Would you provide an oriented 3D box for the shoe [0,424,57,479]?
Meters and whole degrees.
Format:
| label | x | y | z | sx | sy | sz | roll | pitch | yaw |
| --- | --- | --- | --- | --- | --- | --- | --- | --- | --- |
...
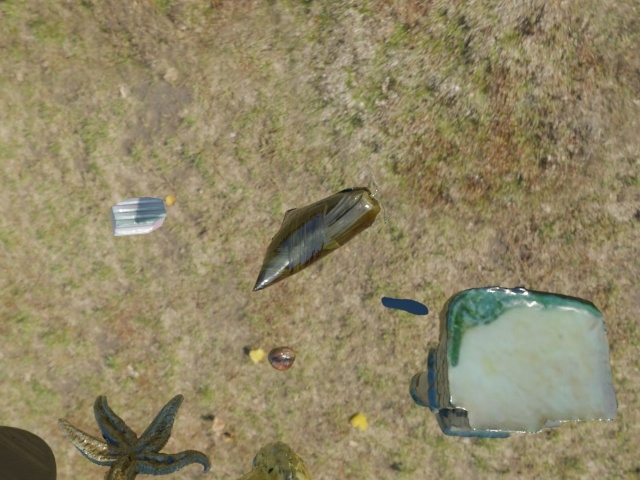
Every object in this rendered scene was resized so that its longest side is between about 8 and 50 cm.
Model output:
| label | x | y | z | sx | sy | sz | roll | pitch | yaw |
| --- | --- | --- | --- | --- | --- | --- | --- | --- | --- |
| shoe | -0.282 | 0.255 | 0.436 | 0.103 | 0.275 | 0.098 | 27 | 125 | -5 |

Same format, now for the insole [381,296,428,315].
| label | x | y | z | sx | sy | sz | roll | pitch | yaw |
| --- | --- | --- | --- | --- | --- | --- | --- | --- | --- |
| insole | 0.208 | 0.162 | 1.542 | 0.134 | 0.002 | 0.045 | 6 | 121 | 38 |

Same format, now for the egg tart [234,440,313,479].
| label | x | y | z | sx | sy | sz | roll | pitch | yaw |
| --- | --- | --- | --- | --- | --- | --- | --- | --- | --- |
| egg tart | -0.098 | 0.549 | 1.077 | 0.168 | 0.388 | 0.388 | -1 | 122 | -20 |

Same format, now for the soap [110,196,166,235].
| label | x | y | z | sx | sy | sz | roll | pitch | yaw |
| --- | --- | --- | --- | --- | --- | --- | --- | --- | --- |
| soap | -0.505 | -0.069 | 1.727 | 0.100 | 0.149 | 0.056 | 65 | 147 | 29 |

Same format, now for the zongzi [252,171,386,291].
| label | x | y | z | sx | sy | sz | roll | pitch | yaw |
| --- | --- | --- | --- | --- | --- | --- | --- | --- | --- |
| zongzi | 0.000 | 0.000 | 1.230 | 0.247 | 0.241 | 0.111 | -21 | 118 | 35 |

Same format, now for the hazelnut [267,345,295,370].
| label | x | y | z | sx | sy | sz | roll | pitch | yaw |
| --- | --- | --- | --- | --- | --- | --- | --- | --- | --- |
| hazelnut | -0.118 | 0.364 | 1.922 | 0.086 | 0.086 | 0.086 | 9 | 118 | 16 |

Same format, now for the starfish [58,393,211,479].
| label | x | y | z | sx | sy | sz | roll | pitch | yaw |
| --- | --- | --- | --- | --- | --- | --- | --- | --- | --- |
| starfish | -0.431 | 0.477 | 1.412 | 0.374 | 0.327 | 0.095 | 8 | 117 | -2 |

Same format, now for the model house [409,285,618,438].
| label | x | y | z | sx | sy | sz | roll | pitch | yaw |
| --- | --- | --- | --- | --- | --- | --- | --- | --- | --- |
| model house | 0.324 | 0.244 | 1.141 | 0.298 | 0.244 | 0.284 | 5 | 155 | -8 |
